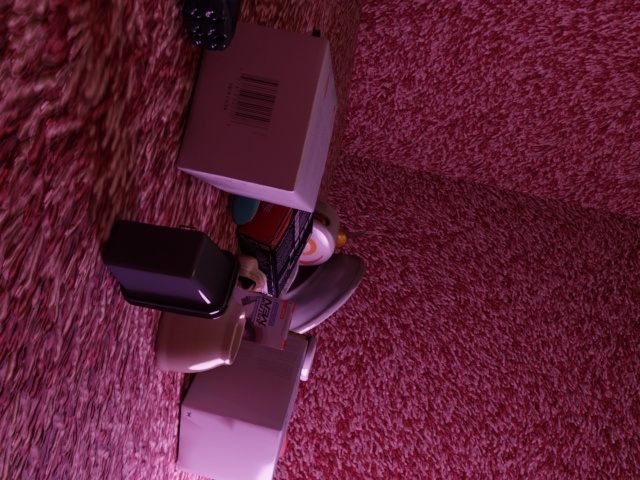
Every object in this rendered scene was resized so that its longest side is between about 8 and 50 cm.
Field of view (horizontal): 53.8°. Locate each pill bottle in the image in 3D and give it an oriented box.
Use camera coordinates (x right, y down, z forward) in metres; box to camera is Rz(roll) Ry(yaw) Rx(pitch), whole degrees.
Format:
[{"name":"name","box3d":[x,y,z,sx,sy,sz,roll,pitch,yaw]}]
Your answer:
[{"name":"pill bottle","box3d":[-0.122,0.289,1.666,0.119,0.208,0.119,13,90,-86]}]

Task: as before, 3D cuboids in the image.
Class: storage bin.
[{"name":"storage bin","box3d":[-0.167,0.021,0.706,0.091,0.135,0.098,74,28,-63]}]

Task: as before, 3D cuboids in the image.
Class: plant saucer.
[{"name":"plant saucer","box3d":[-0.051,0.147,1.972,0.100,0.400,0.400,54,23,-17]}]

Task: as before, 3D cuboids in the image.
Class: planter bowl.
[{"name":"planter bowl","box3d":[-0.182,0.139,1.008,0.162,0.109,0.162,12,90,-87]}]

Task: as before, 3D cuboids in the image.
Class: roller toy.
[{"name":"roller toy","box3d":[-0.039,-0.033,1.902,0.146,0.209,0.191,-75,151,-47]}]

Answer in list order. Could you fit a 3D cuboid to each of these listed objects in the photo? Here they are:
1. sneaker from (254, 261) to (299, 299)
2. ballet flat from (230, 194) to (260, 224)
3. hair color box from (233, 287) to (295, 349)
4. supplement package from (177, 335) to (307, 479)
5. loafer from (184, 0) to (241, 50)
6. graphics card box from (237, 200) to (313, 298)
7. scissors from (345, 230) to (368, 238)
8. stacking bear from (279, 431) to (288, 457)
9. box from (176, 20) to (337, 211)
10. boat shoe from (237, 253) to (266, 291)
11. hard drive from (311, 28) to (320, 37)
[{"name":"sneaker","box3d":[-0.130,0.123,1.775,0.115,0.105,0.281,-63,166,-76]},{"name":"ballet flat","box3d":[-0.140,-0.113,1.220,0.052,0.057,0.168,-143,-114,-68]},{"name":"hair color box","box3d":[-0.139,0.142,1.191,0.053,0.167,0.093,76,27,-81]},{"name":"supplement package","box3d":[-0.160,0.341,1.328,0.263,0.199,0.198,-71,174,-57]},{"name":"loafer","box3d":[-0.119,-0.315,0.698,0.223,0.076,0.078,106,-6,-57]},{"name":"graphics card box","box3d":[-0.099,-0.024,1.546,0.371,0.094,0.233,92,23,-66]},{"name":"scissors","box3d":[0.000,0.000,2.010,0.109,0.297,0.021,-120,-172,-48]},{"name":"stacking bear","box3d":[-0.209,0.608,1.965,0.289,0.175,0.164,45,60,-77]},{"name":"box","box3d":[-0.080,-0.177,1.002,0.345,0.168,0.215,29,73,-86]},{"name":"boat shoe","box3d":[-0.168,0.089,1.463,0.170,0.063,0.059,74,30,-63]},{"name":"hard drive","box3d":[-0.018,-0.538,1.831,0.135,0.022,0.094,80,23,-81]}]
